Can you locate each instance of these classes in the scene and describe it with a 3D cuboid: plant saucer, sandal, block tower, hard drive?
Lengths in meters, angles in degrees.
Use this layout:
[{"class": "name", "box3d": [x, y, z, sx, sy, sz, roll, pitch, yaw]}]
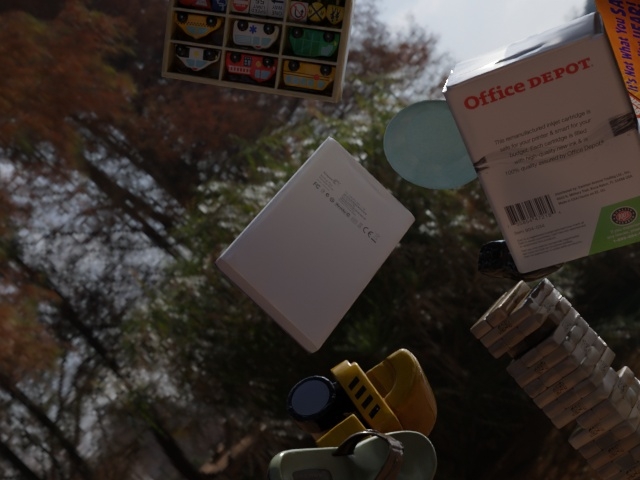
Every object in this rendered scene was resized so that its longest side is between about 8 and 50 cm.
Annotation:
[{"class": "plant saucer", "box3d": [0.212, -0.179, 1.600, 0.195, 0.195, 0.037, -51, 15, 41]}, {"class": "sandal", "box3d": [0.064, 0.333, 1.306, 0.303, 0.120, 0.086, 1, -45, -39]}, {"class": "block tower", "box3d": [0.347, 0.201, 1.140, 0.097, 0.335, 0.091, -35, -9, -50]}, {"class": "hard drive", "box3d": [0.000, 0.000, 1.469, 0.318, 0.210, 0.040, -51, 7, -33]}]

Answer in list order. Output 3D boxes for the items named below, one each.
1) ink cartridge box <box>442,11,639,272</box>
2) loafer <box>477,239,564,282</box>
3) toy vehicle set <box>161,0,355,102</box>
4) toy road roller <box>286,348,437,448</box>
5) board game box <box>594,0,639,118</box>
[{"class": "ink cartridge box", "box3d": [0.300, -0.120, 1.124, 0.198, 0.272, 0.114, -17, 22, 24]}, {"class": "loafer", "box3d": [0.329, 0.028, 1.415, 0.223, 0.078, 0.076, 166, 115, -73]}, {"class": "toy vehicle set", "box3d": [-0.089, -0.297, 1.266, 0.035, 0.267, 0.166, -39, -43, -71]}, {"class": "toy road roller", "box3d": [0.115, 0.339, 1.548, 0.241, 0.329, 0.202, -34, -46, -6]}, {"class": "board game box", "box3d": [0.585, -0.376, 1.118, 0.356, 0.356, 0.356, -63, -36, -18]}]
